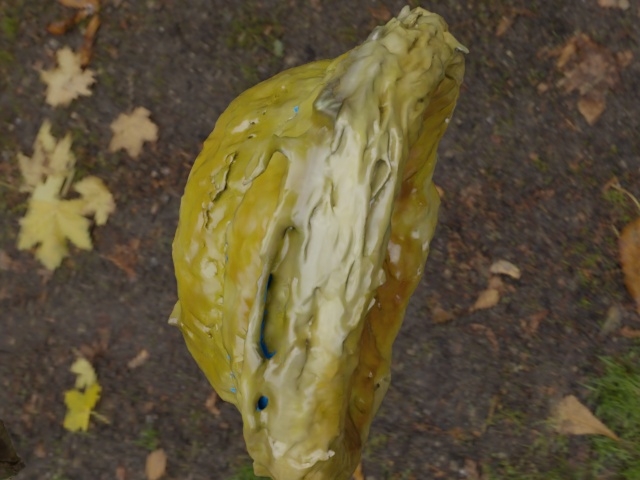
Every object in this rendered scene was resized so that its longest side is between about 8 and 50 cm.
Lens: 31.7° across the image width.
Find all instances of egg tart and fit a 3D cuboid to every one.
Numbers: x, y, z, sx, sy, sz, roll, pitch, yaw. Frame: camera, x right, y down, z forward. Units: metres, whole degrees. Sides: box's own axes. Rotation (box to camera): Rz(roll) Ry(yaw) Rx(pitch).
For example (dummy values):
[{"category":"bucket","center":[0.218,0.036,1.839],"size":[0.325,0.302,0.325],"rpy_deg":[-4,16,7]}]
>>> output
[{"category":"egg tart","center":[0.000,0.000,0.869],"size":[0.169,0.388,0.388],"rpy_deg":[15,84,14]}]

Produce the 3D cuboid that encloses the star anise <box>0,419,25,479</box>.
[{"category":"star anise","center":[-0.370,0.176,0.976],"size":[0.109,0.349,0.292],"rpy_deg":[-36,57,5]}]
